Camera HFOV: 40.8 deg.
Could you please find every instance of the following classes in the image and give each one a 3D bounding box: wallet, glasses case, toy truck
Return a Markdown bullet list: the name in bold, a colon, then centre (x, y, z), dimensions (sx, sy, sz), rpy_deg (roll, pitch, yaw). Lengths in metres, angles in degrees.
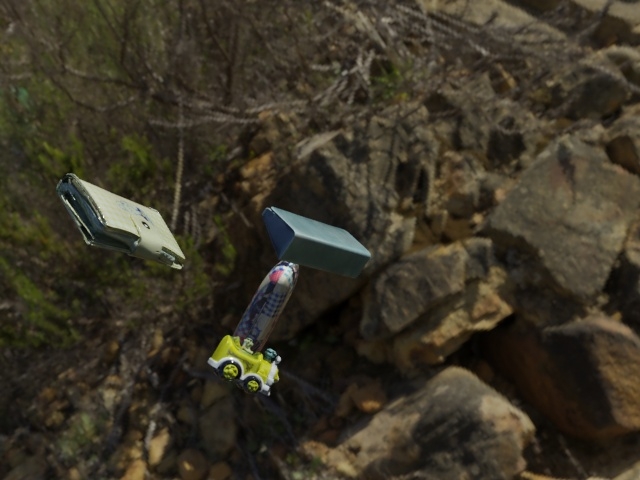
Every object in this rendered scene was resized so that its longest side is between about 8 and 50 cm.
- **wallet**: centre (-0.465, -0.040, 2.057), dimensions (0.077, 0.223, 0.309), rpy_deg (-50, -33, 10)
- **glasses case**: centre (0.000, 0.000, 1.658), dimensions (0.056, 0.105, 0.266), rpy_deg (-32, -25, 25)
- **toy truck**: centre (-0.113, 0.193, 1.339), dimensions (0.077, 0.111, 0.076), rpy_deg (-62, 15, -9)
- **glasses case**: centre (-0.142, 0.184, 2.037), dimensions (0.327, 0.076, 0.125), rpy_deg (-62, -7, 21)
